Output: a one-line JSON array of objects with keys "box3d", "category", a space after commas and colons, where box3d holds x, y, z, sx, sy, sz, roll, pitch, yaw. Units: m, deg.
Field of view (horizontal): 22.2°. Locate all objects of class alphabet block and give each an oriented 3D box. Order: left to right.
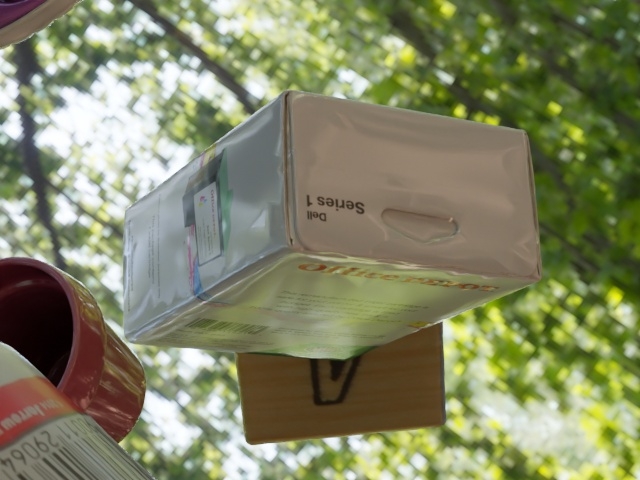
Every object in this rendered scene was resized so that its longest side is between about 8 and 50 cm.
[{"box3d": [0.014, 0.064, 1.588, 0.197, 0.192, 0.193, -5, -59, 0], "category": "alphabet block"}]

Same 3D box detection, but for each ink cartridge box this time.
[{"box3d": [0.000, 0.000, 1.198, 0.201, 0.117, 0.278, 7, -19, -28], "category": "ink cartridge box"}]

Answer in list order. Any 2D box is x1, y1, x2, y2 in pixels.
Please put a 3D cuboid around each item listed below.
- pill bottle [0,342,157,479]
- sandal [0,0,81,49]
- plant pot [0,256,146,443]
[{"box3d": [-0.052, 0.195, 0.511, 0.176, 0.318, 0.176, -46, -11, -12], "category": "pill bottle"}, {"box3d": [-0.244, -0.332, 1.623, 0.416, 0.169, 0.102, -34, -42, -6], "category": "sandal"}, {"box3d": [-0.278, 0.136, 1.662, 0.201, 0.201, 0.180, -54, -34, 0], "category": "plant pot"}]
